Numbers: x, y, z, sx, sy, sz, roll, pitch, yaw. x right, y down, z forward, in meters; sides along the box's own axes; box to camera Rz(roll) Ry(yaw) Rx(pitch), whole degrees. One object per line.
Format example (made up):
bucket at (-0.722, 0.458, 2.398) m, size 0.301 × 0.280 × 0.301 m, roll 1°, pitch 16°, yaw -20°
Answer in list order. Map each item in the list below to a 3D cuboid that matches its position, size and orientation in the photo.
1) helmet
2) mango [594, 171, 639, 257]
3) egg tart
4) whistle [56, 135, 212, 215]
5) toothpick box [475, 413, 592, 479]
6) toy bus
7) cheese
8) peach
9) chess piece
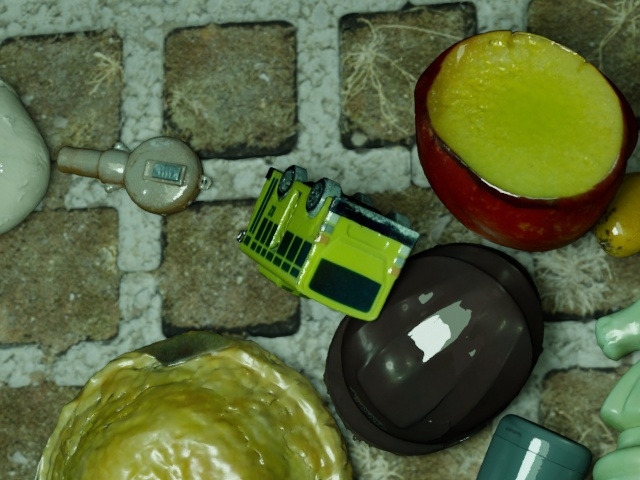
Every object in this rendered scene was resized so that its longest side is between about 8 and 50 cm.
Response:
helmet at (0.141, 0.134, 1.891) m, size 0.225 × 0.177 × 0.305 m, roll 45°, pitch 89°, yaw 2°
mango at (0.384, -0.033, 1.946) m, size 0.079 × 0.057 × 0.114 m, roll 27°, pitch 80°, yaw 1°
egg tart at (-0.175, 0.331, 1.939) m, size 0.443 × 0.178 × 0.443 m, roll -2°, pitch 81°, yaw 13°
whistle at (-0.250, -0.095, 2.100) m, size 0.220 × 0.057 × 0.107 m, roll 11°, pitch 83°, yaw 16°
toothpick box at (0.240, 0.312, 1.883) m, size 0.120 × 0.120 × 0.184 m, roll 24°, pitch 87°, yaw 15°
toy bus at (0.000, 0.000, 1.921) m, size 0.128 × 0.262 × 0.150 m, roll 24°, pitch 92°, yaw -22°
cheese at (-0.454, -0.102, 2.097) m, size 0.198 × 0.154 × 0.189 m, roll -44°, pitch 79°, yaw 1°
peach at (0.232, -0.117, 1.904) m, size 0.275 × 0.245 × 0.248 m, roll 35°, pitch 45°, yaw 4°
chess piece at (0.414, 0.178, 1.869) m, size 0.176 × 0.176 × 0.298 m, roll 1°, pitch 66°, yaw 13°
